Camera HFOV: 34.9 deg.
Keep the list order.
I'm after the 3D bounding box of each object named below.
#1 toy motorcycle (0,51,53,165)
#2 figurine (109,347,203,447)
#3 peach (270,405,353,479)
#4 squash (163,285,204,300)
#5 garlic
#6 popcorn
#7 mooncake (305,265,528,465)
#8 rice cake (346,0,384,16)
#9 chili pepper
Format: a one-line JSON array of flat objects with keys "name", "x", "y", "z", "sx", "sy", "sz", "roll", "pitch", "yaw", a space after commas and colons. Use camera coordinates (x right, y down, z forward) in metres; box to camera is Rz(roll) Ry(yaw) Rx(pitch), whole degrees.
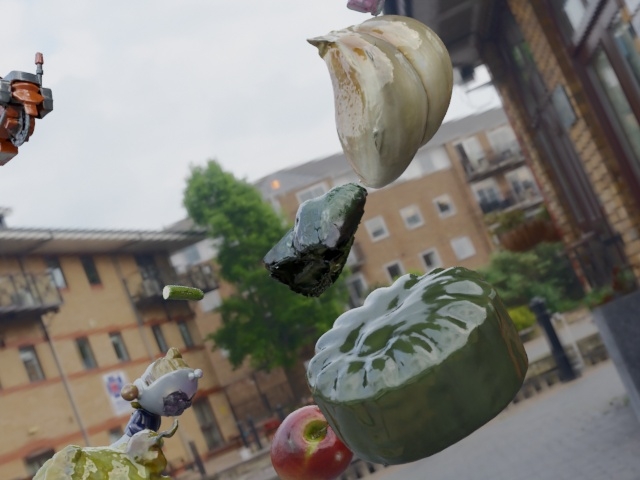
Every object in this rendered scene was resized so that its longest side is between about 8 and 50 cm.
[{"name": "toy motorcycle", "x": -0.682, "y": -0.276, "z": 2.176, "sx": 0.147, "sy": 0.221, "sz": 0.325, "roll": 4, "pitch": -16, "yaw": -39}, {"name": "figurine", "x": -0.377, "y": 0.373, "z": 2.250, "sx": 0.274, "sy": 0.133, "sz": 0.194, "roll": -48, "pitch": -29, "yaw": -11}, {"name": "peach", "x": -0.016, "y": 0.486, "z": 2.385, "sx": 0.196, "sy": 0.189, "sz": 0.226, "roll": -60, "pitch": -10, "yaw": -28}, {"name": "squash", "x": -0.265, "y": 0.104, "z": 1.983, "sx": 0.083, "sy": 0.028, "sz": 0.027, "roll": 7, "pitch": -25, "yaw": -38}, {"name": "garlic", "x": 0.126, "y": -0.275, "z": 1.938, "sx": 0.249, "sy": 0.313, "sz": 0.286, "roll": -21, "pitch": 7, "yaw": 25}, {"name": "popcorn", "x": -0.266, "y": 0.329, "z": 1.286, "sx": 0.195, "sy": 0.168, "sz": 0.174, "roll": -14, "pitch": -56, "yaw": -40}, {"name": "mooncake", "x": 0.154, "y": 0.198, "z": 1.695, "sx": 0.356, "sy": 0.194, "sz": 0.356, "roll": -27, "pitch": 16, "yaw": 8}, {"name": "rice cake", "x": 0.136, "y": -0.572, "z": 2.003, "sx": 0.290, "sy": 0.081, "sz": 0.051, "roll": -65, "pitch": 11, "yaw": -12}, {"name": "chili pepper", "x": -0.007, "y": -0.002, "z": 1.649, "sx": 0.148, "sy": 0.116, "sz": 0.265, "roll": -57, "pitch": -7, "yaw": -28}]
